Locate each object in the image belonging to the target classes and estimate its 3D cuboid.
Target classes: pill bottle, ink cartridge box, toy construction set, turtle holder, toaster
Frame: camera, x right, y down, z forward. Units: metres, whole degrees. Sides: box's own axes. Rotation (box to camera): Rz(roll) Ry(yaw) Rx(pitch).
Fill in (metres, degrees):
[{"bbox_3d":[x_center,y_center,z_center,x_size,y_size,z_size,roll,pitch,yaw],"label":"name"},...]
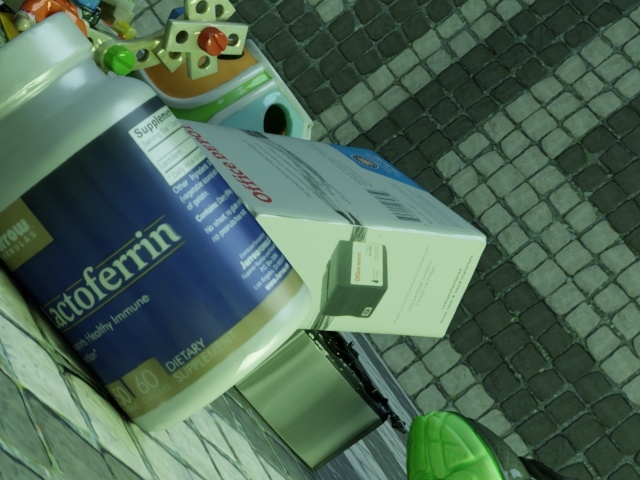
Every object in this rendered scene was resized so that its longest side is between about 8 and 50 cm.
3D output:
[{"bbox_3d":[-0.140,-0.014,1.062,0.264,0.153,0.153,52,2,-6],"label":"pill bottle"},{"bbox_3d":[-0.024,-0.012,1.603,0.307,0.129,0.223,6,24,-40],"label":"ink cartridge box"},{"bbox_3d":[-0.246,-0.244,1.798,0.215,0.151,0.328,19,0,-44],"label":"toy construction set"},{"bbox_3d":[-0.117,-0.104,1.953,0.320,0.227,0.243,52,1,-12],"label":"turtle holder"},{"bbox_3d":[-0.020,0.136,1.663,0.168,0.110,0.185,49,3,-29],"label":"toaster"}]

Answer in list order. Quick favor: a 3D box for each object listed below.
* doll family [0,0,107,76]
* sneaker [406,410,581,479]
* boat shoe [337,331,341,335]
[{"bbox_3d":[-0.286,-0.160,1.264,0.163,0.118,0.263,59,21,7],"label":"doll family"},{"bbox_3d":[0.193,0.277,1.638,0.483,0.202,0.185,72,14,-77],"label":"sneaker"},{"bbox_3d":[-0.048,0.085,1.879,0.123,0.123,0.342,53,-4,43],"label":"boat shoe"}]
